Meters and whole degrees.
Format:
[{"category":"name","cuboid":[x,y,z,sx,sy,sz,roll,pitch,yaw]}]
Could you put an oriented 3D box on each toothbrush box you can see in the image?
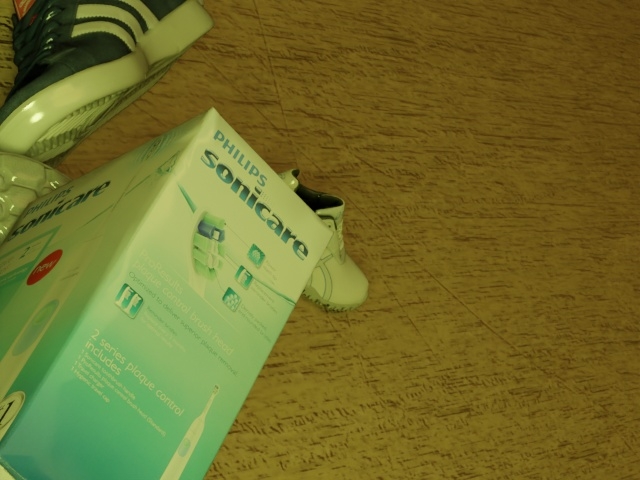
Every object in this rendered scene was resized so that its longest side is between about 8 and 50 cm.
[{"category":"toothbrush box","cuboid":[-0.150,0.083,1.174,0.126,0.216,0.295,46,49,-20]}]

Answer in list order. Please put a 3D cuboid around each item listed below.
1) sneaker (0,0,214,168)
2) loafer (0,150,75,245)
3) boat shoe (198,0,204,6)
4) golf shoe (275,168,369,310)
[{"category":"sneaker","cuboid":[-0.214,-0.164,1.530,0.148,0.131,0.350,46,23,-5]},{"category":"loafer","cuboid":[-0.188,0.012,1.398,0.319,0.111,0.112,17,62,-29]},{"category":"boat shoe","cuboid":[-0.141,-0.215,1.787,0.100,0.035,0.035,-29,114,-66]},{"category":"golf shoe","cuboid":[0.000,0.000,1.725,0.176,0.086,0.069,39,31,-34]}]
